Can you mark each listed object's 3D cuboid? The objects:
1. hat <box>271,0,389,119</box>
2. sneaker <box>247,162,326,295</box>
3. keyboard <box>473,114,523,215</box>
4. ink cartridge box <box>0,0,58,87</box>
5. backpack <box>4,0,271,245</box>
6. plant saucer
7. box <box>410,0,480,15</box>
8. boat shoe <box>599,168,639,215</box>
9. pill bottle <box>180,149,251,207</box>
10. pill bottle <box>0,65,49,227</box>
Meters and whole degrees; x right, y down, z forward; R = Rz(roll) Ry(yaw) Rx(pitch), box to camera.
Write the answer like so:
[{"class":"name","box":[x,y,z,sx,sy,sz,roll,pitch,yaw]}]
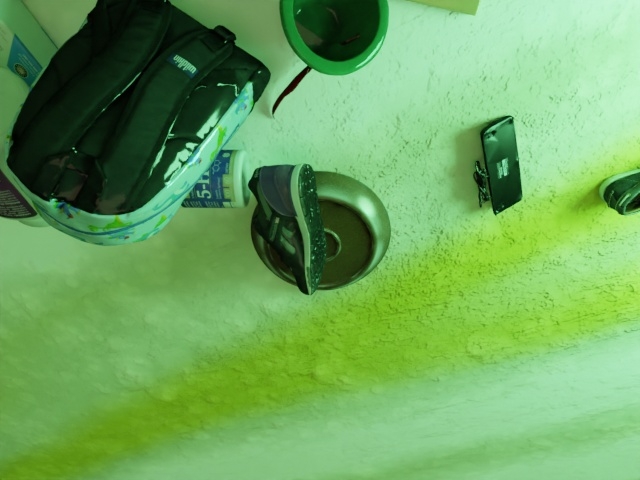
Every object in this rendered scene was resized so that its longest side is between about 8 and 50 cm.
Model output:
[{"class":"hat","box":[-0.017,-0.343,0.723,0.208,0.183,0.173,-37,109,-13]},{"class":"sneaker","box":[-0.065,-0.020,0.854,0.124,0.107,0.284,3,122,17]},{"class":"keyboard","box":[0.339,-0.142,0.847,0.100,0.038,0.192,-28,121,-8]},{"class":"ink cartridge box","box":[-0.560,-0.300,0.728,0.203,0.086,0.148,-23,121,16]},{"class":"backpack","box":[-0.284,-0.164,0.657,0.290,0.356,0.273,26,144,-13]},{"class":"plant saucer","box":[0.000,0.000,0.939,0.310,0.050,0.311,0,125,1]},{"class":"box","box":[0.186,-0.457,0.635,0.164,0.021,0.201,10,125,-4]},{"class":"boat shoe","box":[0.670,-0.115,0.820,0.232,0.079,0.084,-24,119,15]},{"class":"pill bottle","box":[-0.233,-0.118,0.826,0.186,0.112,0.112,0,124,2]},{"class":"pill bottle","box":[-0.523,-0.135,0.731,0.169,0.170,0.301,15,156,-8]}]
